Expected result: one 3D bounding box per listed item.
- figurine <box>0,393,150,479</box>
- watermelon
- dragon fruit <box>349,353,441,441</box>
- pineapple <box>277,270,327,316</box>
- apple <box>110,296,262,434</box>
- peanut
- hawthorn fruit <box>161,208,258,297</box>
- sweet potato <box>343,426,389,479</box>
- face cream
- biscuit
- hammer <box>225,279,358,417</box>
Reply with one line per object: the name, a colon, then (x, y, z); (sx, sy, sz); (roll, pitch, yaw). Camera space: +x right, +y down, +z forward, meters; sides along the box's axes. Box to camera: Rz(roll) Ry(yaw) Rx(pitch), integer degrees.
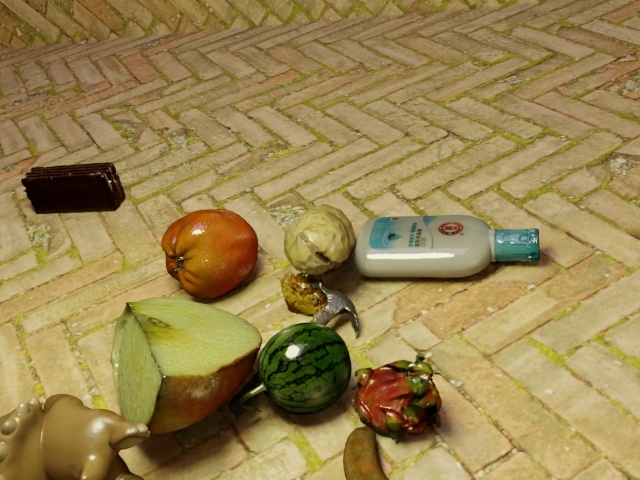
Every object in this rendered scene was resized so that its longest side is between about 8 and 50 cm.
figurine: (-0.393, 0.319, 1.112); (0.247, 0.177, 0.173); (20, 26, 29)
watermelon: (-0.041, 0.208, 1.202); (0.187, 0.140, 0.141); (-26, 36, -25)
dragon fruit: (0.125, 0.227, 1.163); (0.142, 0.175, 0.138); (31, 51, 0)
pineapple: (-0.021, 0.097, 1.447); (0.114, 0.077, 0.114); (37, 36, 7)
apple: (-0.228, 0.193, 1.235); (0.254, 0.179, 0.346); (-44, 26, -8)
peanut: (0.000, 0.000, 1.467); (0.130, 0.130, 0.290); (-7, 5, 8)
hawthorn fruit: (-0.213, 0.019, 1.515); (0.189, 0.189, 0.189); (-8, 33, 5)
sweet potato: (0.073, 0.342, 1.034); (0.075, 0.075, 0.273); (-16, 29, -6)
face cream: (0.240, 0.010, 1.464); (0.337, 0.080, 0.163); (0, 34, 18)
biscuit: (-0.615, -0.127, 1.916); (0.252, 0.106, 0.070); (-3, 36, 16)
hammer: (-0.051, 0.188, 1.310); (0.125, 0.027, 0.297); (38, 58, 19)
